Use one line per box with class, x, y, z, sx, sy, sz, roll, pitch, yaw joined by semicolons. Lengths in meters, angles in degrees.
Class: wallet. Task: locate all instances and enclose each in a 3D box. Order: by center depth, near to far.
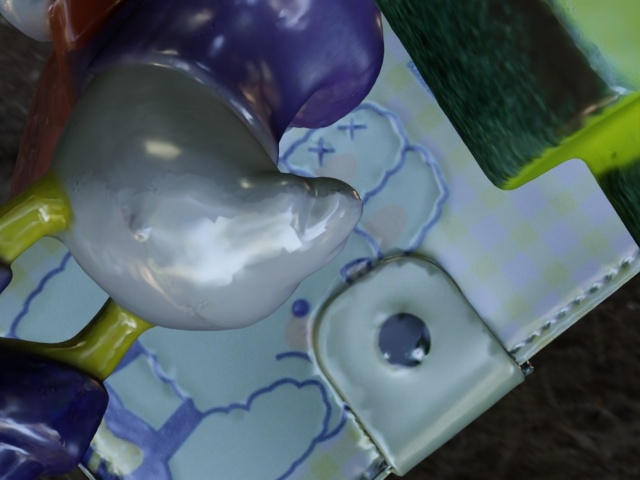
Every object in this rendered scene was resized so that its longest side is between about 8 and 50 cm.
wallet;0.000;0.000;0.930;0.309;0.077;0.223;-39;104;-3

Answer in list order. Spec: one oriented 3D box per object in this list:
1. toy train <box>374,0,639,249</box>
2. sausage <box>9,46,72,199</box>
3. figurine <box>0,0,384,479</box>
toy train;0.116;-0.158;0.553;0.272;0.179;0.442;-31;87;-10
sausage;-0.132;-0.030;1.336;0.152;0.152;0.279;0;132;-23
figurine;-0.024;-0.079;0.749;0.421;0.193;0.154;-51;132;-14
